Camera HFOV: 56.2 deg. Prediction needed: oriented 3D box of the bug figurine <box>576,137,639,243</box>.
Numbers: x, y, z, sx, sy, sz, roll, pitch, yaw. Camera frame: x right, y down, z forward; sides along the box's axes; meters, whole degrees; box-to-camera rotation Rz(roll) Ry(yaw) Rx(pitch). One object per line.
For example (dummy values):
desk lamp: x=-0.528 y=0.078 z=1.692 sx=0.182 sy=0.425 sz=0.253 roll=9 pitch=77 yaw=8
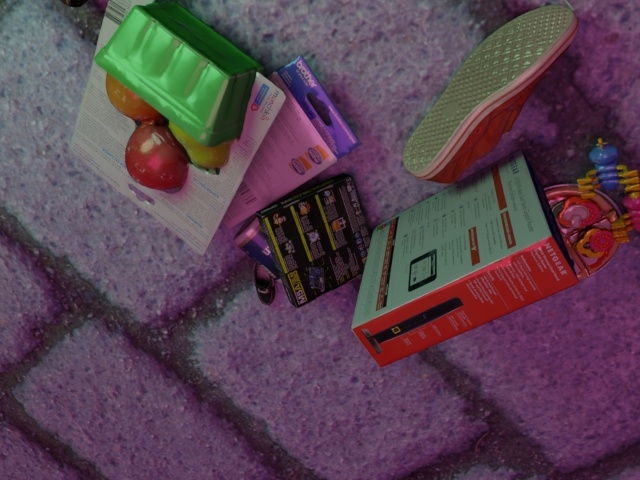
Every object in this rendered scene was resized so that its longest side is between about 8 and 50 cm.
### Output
bug figurine: x=0.558 y=-0.092 z=0.938 sx=0.279 sy=0.072 sz=0.216 roll=-7 pitch=131 yaw=27

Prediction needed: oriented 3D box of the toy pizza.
toy pizza: x=0.430 y=-0.004 z=1.057 sx=0.201 sy=0.032 sz=0.201 roll=5 pitch=119 yaw=9

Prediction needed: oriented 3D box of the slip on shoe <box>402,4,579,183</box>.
slip on shoe: x=0.268 y=-0.220 z=0.941 sx=0.101 sy=0.123 sz=0.331 roll=20 pitch=121 yaw=-37

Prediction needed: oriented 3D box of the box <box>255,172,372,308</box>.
box: x=0.000 y=0.000 z=1.082 sx=0.184 sy=0.045 sz=0.191 roll=-26 pitch=112 yaw=-14

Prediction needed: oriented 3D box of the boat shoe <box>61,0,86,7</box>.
boat shoe: x=-0.279 y=-0.470 z=0.893 sx=0.355 sy=0.132 sz=0.130 roll=-38 pitch=105 yaw=28

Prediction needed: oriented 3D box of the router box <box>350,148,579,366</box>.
router box: x=0.212 y=0.015 z=0.937 sx=0.301 sy=0.335 sz=0.082 roll=-28 pitch=108 yaw=24

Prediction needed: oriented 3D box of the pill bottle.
pill bottle: x=-0.074 y=0.022 z=1.139 sx=0.169 sy=0.094 sz=0.094 roll=43 pitch=118 yaw=-13

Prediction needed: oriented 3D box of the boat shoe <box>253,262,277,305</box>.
boat shoe: x=-0.113 y=0.083 z=1.212 sx=0.046 sy=0.038 sz=0.125 roll=8 pitch=119 yaw=7

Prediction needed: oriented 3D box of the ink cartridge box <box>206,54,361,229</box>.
ink cartridge box: x=-0.099 y=-0.169 z=1.058 sx=0.311 sy=0.065 sz=0.186 roll=-29 pitch=107 yaw=26

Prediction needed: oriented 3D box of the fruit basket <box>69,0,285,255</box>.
fruit basket: x=-0.251 y=-0.193 z=0.996 sx=0.327 sy=0.165 sz=0.353 roll=37 pitch=130 yaw=6

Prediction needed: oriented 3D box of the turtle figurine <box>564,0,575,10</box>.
turtle figurine: x=0.349 y=-0.421 z=0.805 sx=0.234 sy=0.118 sz=0.175 roll=41 pitch=159 yaw=-10
